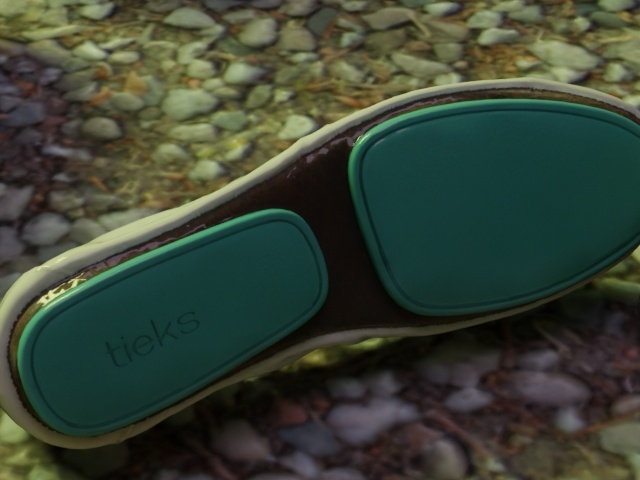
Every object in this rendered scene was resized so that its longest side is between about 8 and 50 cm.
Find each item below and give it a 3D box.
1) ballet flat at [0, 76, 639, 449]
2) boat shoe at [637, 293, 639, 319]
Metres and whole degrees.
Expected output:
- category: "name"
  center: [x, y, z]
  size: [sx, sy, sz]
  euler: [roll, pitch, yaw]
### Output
- category: "ballet flat"
  center: [0.000, 0.000, 0.889]
  size: [0.400, 0.139, 0.139]
  euler: [-20, 44, -19]
- category: "boat shoe"
  center: [0.226, -0.024, 0.948]
  size: [0.065, 0.075, 0.206]
  euler: [-28, 28, 37]
